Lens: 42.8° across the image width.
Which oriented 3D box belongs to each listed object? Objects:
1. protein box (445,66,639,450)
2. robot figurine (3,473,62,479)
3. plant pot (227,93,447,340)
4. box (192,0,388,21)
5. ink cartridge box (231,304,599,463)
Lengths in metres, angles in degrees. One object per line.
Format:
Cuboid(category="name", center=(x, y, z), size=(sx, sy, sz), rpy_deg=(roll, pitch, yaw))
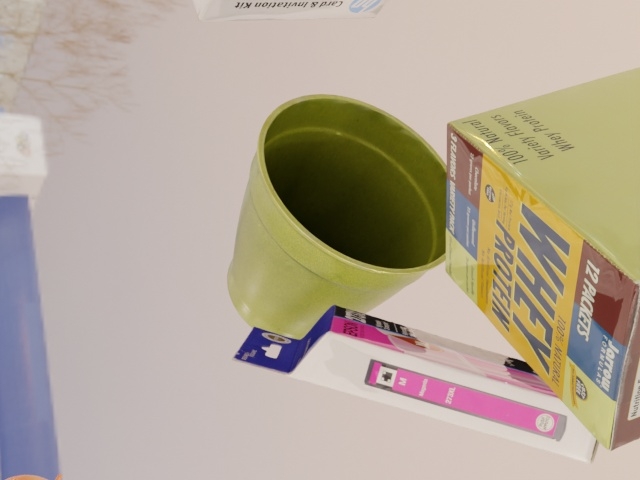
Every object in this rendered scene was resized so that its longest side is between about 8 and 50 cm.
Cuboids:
Cuboid(category="protein box", center=(0.219, -0.005, 0.547), size=(0.200, 0.201, 0.136), rpy_deg=(-126, -157, -49))
Cuboid(category="robot figurine", center=(-0.340, 0.335, 0.850), size=(0.158, 0.219, 0.128), rpy_deg=(52, -16, -8))
Cuboid(category="plant pot", center=(0.000, 0.000, 1.426), size=(0.353, 0.366, 0.366), rpy_deg=(-54, -134, 45))
Cuboid(category="box", center=(0.016, -0.200, 0.493), size=(0.186, 0.145, 0.038), rpy_deg=(-35, -111, 56))
Cuboid(category="ink cartridge box", center=(0.100, 0.137, 0.880), size=(0.176, 0.371, 0.069), rpy_deg=(-59, 163, -85))
